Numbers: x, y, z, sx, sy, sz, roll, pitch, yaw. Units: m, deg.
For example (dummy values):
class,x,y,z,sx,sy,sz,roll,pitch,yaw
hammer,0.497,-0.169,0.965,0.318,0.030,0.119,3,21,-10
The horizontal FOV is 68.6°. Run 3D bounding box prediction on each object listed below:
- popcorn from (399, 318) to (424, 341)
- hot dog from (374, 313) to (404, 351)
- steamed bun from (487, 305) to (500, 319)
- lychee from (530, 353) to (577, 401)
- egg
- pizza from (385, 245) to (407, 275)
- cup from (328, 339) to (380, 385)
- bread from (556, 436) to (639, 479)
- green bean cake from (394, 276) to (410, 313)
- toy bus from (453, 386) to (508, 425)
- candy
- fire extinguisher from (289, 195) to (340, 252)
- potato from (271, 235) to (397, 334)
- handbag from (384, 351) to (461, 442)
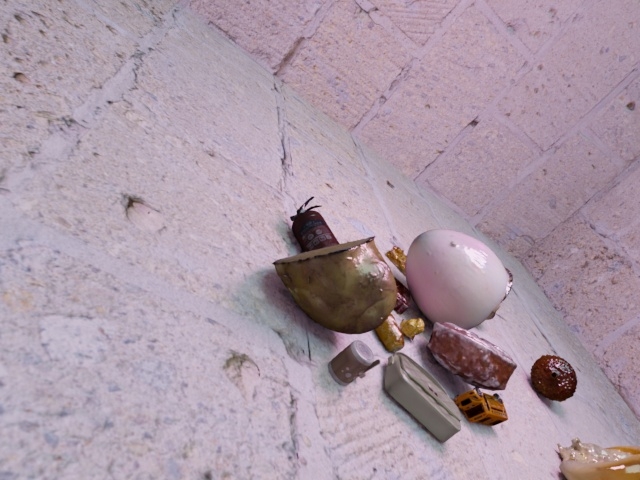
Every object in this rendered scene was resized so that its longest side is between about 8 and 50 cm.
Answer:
class,x,y,z,sx,sy,sz,roll,pitch,yaw
popcorn,0.307,0.302,1.567,0.084,0.084,0.084,35,24,-18
hot dog,0.181,0.223,1.498,0.083,0.068,0.289,8,41,-42
steamed bun,0.654,0.186,2.096,0.372,0.230,0.324,31,48,-49
lychee,1.002,0.591,2.016,0.200,0.200,0.238,56,13,29
egg,0.469,0.116,1.754,0.340,0.354,0.354,44,23,-10
pizza,0.343,0.078,2.030,0.134,0.046,0.175,25,29,-36
cup,0.088,0.308,1.158,0.102,0.099,0.074,38,24,-9
bread,0.992,0.822,1.605,0.424,0.329,0.245,16,76,-48
green bean cake,0.269,0.188,1.709,0.136,0.056,0.135,41,22,-4
toy bus,0.505,0.524,1.468,0.194,0.083,0.088,26,37,-37
candy,0.487,0.382,1.541,0.289,0.157,0.214,27,-9,9
fire extinguisher,0.000,0.000,1.513,0.337,0.135,0.114,58,-8,32
potato,0.051,0.135,1.253,0.301,0.289,0.237,-17,95,-54
handbag,0.290,0.418,1.326,0.256,0.079,0.219,43,19,-4
